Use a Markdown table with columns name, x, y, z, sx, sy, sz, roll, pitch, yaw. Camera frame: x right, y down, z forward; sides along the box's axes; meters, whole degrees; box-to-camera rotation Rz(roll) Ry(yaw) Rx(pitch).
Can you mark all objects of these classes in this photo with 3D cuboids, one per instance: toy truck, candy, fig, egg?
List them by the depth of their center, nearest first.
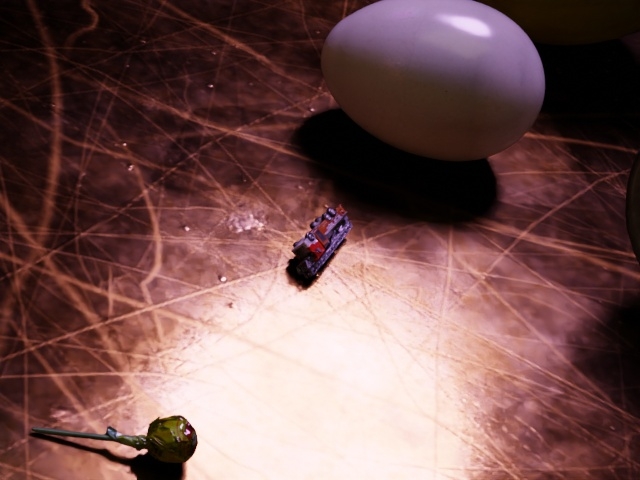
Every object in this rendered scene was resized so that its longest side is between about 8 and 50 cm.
| name | x | y | z | sx | sy | sz | roll | pitch | yaw |
| --- | --- | --- | --- | --- | --- | --- | --- | --- | --- |
| candy | -0.151 | 0.143 | 1.288 | 0.123 | 0.035 | 0.035 | 4 | 54 | -2 |
| toy truck | 0.000 | 0.000 | 1.501 | 0.032 | 0.024 | 0.083 | 51 | 39 | -8 |
| egg | 0.103 | -0.153 | 1.612 | 0.209 | 0.151 | 0.151 | 15 | 41 | 4 |
| fig | 0.281 | -0.304 | 1.772 | 0.271 | 0.239 | 0.239 | 24 | 40 | 23 |

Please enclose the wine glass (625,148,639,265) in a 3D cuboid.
| name | x | y | z | sx | sy | sz | roll | pitch | yaw |
| --- | --- | --- | --- | --- | --- | --- | --- | --- | --- |
| wine glass | 0.444 | -0.127 | 1.646 | 0.267 | 0.267 | 0.406 | 22 | 37 | 3 |
